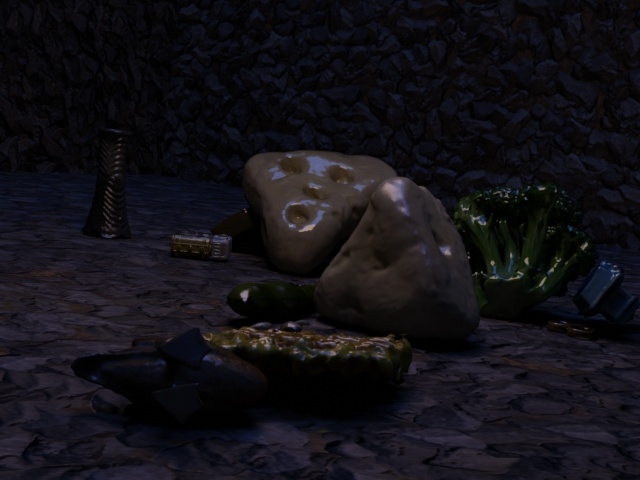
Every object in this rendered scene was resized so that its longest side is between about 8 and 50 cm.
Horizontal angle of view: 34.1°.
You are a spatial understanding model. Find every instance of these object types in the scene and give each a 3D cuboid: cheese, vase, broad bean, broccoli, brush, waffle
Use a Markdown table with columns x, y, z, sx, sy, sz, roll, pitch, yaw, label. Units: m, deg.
| x | y | z | sx | sy | sz | roll | pitch | yaw | label |
| --- | --- | --- | --- | --- | --- | --- | --- | --- | --- |
| 0.026 | -0.071 | 2.183 | 0.328 | 0.130 | 0.351 | -7 | 37 | -16 | cheese |
| 0.125 | 0.075 | 1.581 | 0.173 | 0.251 | 0.248 | 19 | 30 | -53 | cheese |
| -0.465 | -0.128 | 2.317 | 0.115 | 0.238 | 0.115 | 6 | 6 | -1 | vase |
| -0.065 | 0.091 | 1.618 | 0.098 | 0.056 | 0.318 | 2 | 0 | 14 | broad bean |
| 0.349 | 0.027 | 1.874 | 0.294 | 0.265 | 0.245 | -32 | 24 | 29 | broccoli |
| -0.141 | -0.025 | 2.341 | 0.123 | 0.059 | 0.197 | -26 | -15 | 35 | brush |
| -0.011 | 0.131 | 1.195 | 0.280 | 0.060 | 0.262 | 6 | 0 | -31 | waffle |

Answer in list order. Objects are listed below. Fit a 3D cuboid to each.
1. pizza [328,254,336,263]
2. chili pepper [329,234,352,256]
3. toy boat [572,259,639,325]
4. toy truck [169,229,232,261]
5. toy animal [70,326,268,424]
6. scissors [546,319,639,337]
| x | y | z | sx | sy | sz | roll | pitch | yaw | label |
| --- | --- | --- | --- | --- | --- | --- | --- | --- | --- |
| 0.111 | 0.045 | 2.216 | 0.185 | 0.052 | 0.195 | 10 | 6 | 4 | pizza |
| 0.028 | 0.018 | 2.308 | 0.122 | 0.065 | 0.278 | -14 | -14 | 39 | chili pepper |
| 0.500 | 0.100 | 1.815 | 0.098 | 0.109 | 0.238 | 38 | 4 | 10 | toy boat |
| -0.244 | 0.013 | 2.128 | 0.123 | 0.052 | 0.063 | 5 | 11 | -2 | toy truck |
| -0.144 | 0.136 | 1.036 | 0.188 | 0.089 | 0.179 | 7 | -11 | 5 | toy animal |
| 0.488 | 0.152 | 1.793 | 0.220 | 0.017 | 0.088 | 3 | 5 | -35 | scissors |
